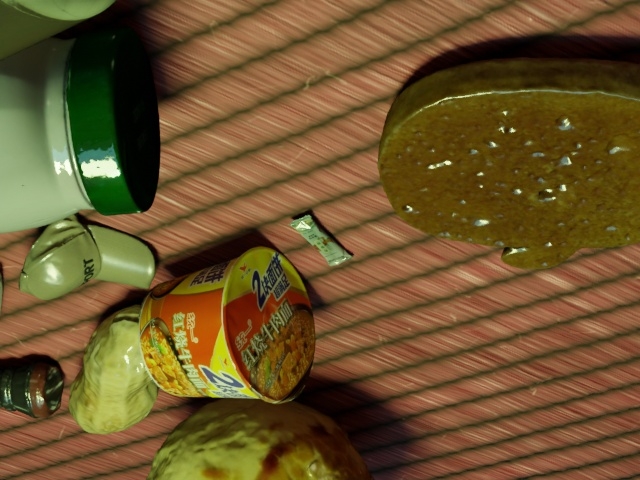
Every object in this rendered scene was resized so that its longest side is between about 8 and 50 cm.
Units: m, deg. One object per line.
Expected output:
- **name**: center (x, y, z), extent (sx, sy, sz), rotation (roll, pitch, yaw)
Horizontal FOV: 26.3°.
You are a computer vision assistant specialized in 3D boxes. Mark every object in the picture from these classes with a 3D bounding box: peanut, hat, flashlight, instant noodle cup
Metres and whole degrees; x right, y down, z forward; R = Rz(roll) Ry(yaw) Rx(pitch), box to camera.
- **peanut**: center (-0.294, 0.194, 2.015), extent (0.130, 0.130, 0.290), rotation (14, 142, -10)
- **hat**: center (-0.313, 0.041, 1.857), extent (0.175, 0.085, 0.147), rotation (16, 140, -9)
- **flashlight**: center (-0.520, 0.226, 2.127), extent (0.232, 0.093, 0.093), rotation (2, 141, 13)
- **instant noodle cup**: center (-0.133, 0.125, 1.857), extent (0.174, 0.213, 0.213), rotation (-11, 139, 33)

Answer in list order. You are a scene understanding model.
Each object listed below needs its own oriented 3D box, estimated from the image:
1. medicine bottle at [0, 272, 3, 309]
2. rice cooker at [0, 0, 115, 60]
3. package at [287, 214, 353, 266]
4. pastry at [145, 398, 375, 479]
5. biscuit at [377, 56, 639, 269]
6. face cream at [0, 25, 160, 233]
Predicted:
- **medicine bottle**: center (-0.605, 0.080, 1.930), extent (0.296, 0.111, 0.161), rotation (13, 139, -6)
- **rice cooker**: center (-0.368, -0.308, 1.251), extent (0.325, 0.335, 0.335), rotation (-17, 136, 28)
- **package**: center (0.000, 0.000, 1.818), extent (0.037, 0.015, 0.110), rotation (-23, 135, 24)
- **pastry**: center (-0.078, 0.421, 2.057), extent (0.312, 0.389, 0.388), rotation (4, 150, 48)
- **biscuit**: center (0.265, -0.091, 1.626), extent (0.394, 0.070, 0.350), rotation (5, 143, 3)
- **face cream**: center (-0.374, -0.120, 1.534), extent (0.357, 0.220, 0.312), rotation (-3, 168, 7)
